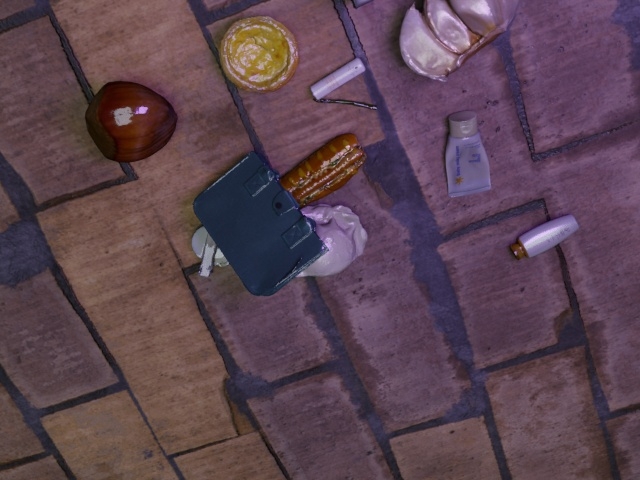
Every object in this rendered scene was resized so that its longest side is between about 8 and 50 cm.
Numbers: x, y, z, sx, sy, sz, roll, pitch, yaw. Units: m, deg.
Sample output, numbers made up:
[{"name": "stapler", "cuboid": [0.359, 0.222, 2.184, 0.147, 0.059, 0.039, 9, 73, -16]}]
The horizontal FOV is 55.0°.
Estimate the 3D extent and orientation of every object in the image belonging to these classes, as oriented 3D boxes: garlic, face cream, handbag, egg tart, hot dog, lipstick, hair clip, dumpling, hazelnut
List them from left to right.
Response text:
[{"name": "hazelnut", "cuboid": [-0.462, -0.295, 1.491, 0.186, 0.210, 0.210, 35, 110, 12]}, {"name": "hair clip", "cuboid": [-0.296, 0.017, 1.678, 0.116, 0.049, 0.172, 13, 110, -10]}, {"name": "handbag", "cuboid": [-0.155, -0.039, 1.551, 0.238, 0.089, 0.326, -39, 75, 12]}, {"name": "egg tart", "cuboid": [-0.145, -0.444, 1.469, 0.191, 0.074, 0.191, 0, 112, 0]}, {"name": "hot dog", "cuboid": [0.000, -0.169, 1.586, 0.269, 0.072, 0.115, -37, 115, 15]}, {"name": "dumpling", "cuboid": [0.000, 0.000, 1.613, 0.258, 0.147, 0.193, -25, 102, -15]}, {"name": "lipstick", "cuboid": [0.043, -0.397, 1.505, 0.141, 0.040, 0.040, -30, 109, 11]}, {"name": "garlic", "cuboid": [0.307, -0.514, 1.387, 0.203, 0.185, 0.281, 47, 127, -7]}, {"name": "face cream", "cuboid": [0.375, -0.214, 1.570, 0.114, 0.070, 0.224, -10, 121, 5]}, {"name": "face cream", "cuboid": [0.601, -0.008, 1.652, 0.182, 0.051, 0.072, -30, 107, 11]}]

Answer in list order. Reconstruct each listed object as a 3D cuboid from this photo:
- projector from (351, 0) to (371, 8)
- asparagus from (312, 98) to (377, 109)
[{"name": "projector", "cuboid": [0.133, -0.656, 1.284, 0.249, 0.248, 0.249, -22, 110, 9]}, {"name": "asparagus", "cuboid": [0.062, -0.344, 1.539, 0.162, 0.016, 0.016, 6, 131, -3]}]
